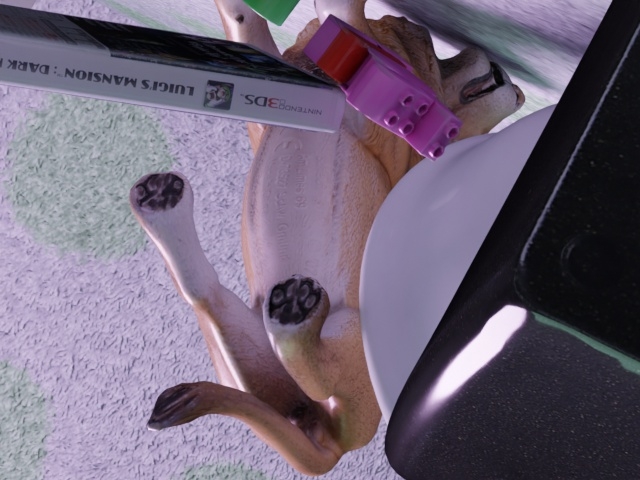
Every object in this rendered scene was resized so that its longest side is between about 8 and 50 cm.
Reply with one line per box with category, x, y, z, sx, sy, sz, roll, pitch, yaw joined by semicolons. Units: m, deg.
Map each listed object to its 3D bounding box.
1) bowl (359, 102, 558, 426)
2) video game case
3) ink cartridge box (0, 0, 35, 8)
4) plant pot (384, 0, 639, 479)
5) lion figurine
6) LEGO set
bowl;0.177;0.038;0.836;0.298;0.298;0.134;26;137;-17
video game case;-0.095;-0.080;0.790;0.173;0.022;0.190;7;-171;-15
ink cartridge box;-0.263;-0.222;0.835;0.207;0.117;0.283;27;-179;28
plant pot;0.133;0.004;0.465;0.187;0.188;0.167;27;169;13
lion figurine;0.000;0.000;0.985;0.142;0.392;0.240;4;141;20
LEGO set;0.000;-0.103;0.637;0.227;0.087;0.093;25;-163;-46
